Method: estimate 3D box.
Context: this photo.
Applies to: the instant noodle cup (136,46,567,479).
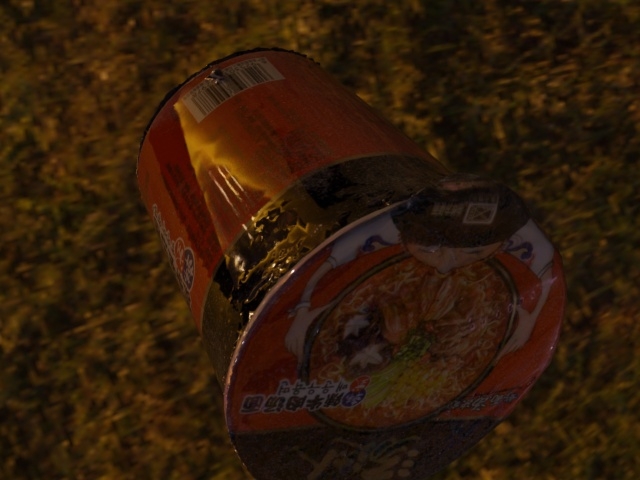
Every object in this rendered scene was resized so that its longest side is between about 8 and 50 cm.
[{"bbox_3d":[-0.002,0.002,0.568,0.136,0.127,0.127,52,128,46],"label":"instant noodle cup"}]
